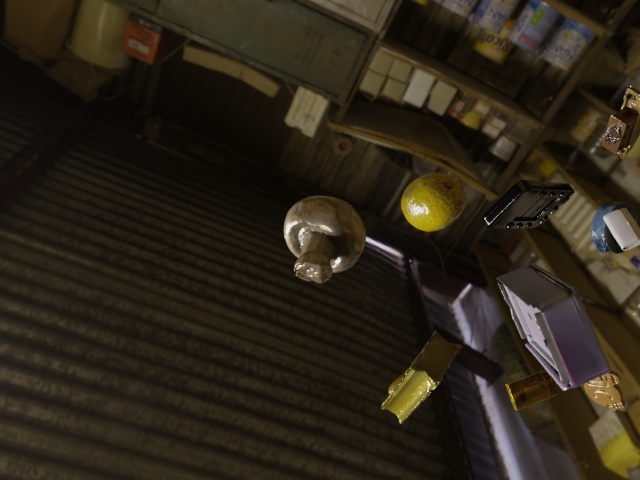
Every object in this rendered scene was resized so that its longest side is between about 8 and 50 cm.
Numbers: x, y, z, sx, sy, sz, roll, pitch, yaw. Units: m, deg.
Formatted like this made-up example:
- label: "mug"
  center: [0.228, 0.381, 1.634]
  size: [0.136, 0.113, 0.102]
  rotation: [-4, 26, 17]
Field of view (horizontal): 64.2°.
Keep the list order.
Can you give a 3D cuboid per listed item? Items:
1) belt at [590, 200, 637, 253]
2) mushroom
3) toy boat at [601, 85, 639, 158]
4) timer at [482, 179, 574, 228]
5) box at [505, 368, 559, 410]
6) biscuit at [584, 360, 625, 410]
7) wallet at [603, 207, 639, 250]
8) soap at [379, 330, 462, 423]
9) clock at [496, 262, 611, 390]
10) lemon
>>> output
- label: "belt"
  center: [1.061, -0.046, 1.849]
  size: [0.141, 0.190, 0.082]
  rotation: [4, -172, -13]
- label: "mushroom"
  center: [0.000, 0.000, 1.743]
  size: [0.297, 0.297, 0.290]
  rotation: [29, -136, 3]
- label: "toy boat"
  center: [0.717, -0.274, 1.200]
  size: [0.077, 0.200, 0.057]
  rotation: [-28, -128, -10]
- label: "timer"
  center: [0.484, -0.086, 1.194]
  size: [0.187, 0.144, 0.055]
  rotation: [-1, -127, -31]
- label: "box"
  center: [0.684, 0.480, 1.645]
  size: [0.156, 0.022, 0.089]
  rotation: [-16, -94, -7]
- label: "biscuit"
  center: [0.815, 0.414, 1.500]
  size: [0.027, 0.184, 0.133]
  rotation: [-32, -158, -33]
- label: "wallet"
  center: [0.784, -0.031, 1.316]
  size: [0.025, 0.061, 0.122]
  rotation: [43, -150, -32]
- label: "soap"
  center: [0.230, 0.321, 1.193]
  size: [0.076, 0.233, 0.135]
  rotation: [37, -130, 13]
- label: "clock"
  center: [0.360, 0.129, 0.808]
  size: [0.145, 0.073, 0.193]
  rotation: [64, -173, -7]
- label: "lemon"
  center: [0.330, -0.112, 1.502]
  size: [0.170, 0.207, 0.170]
  rotation: [8, -112, -21]
